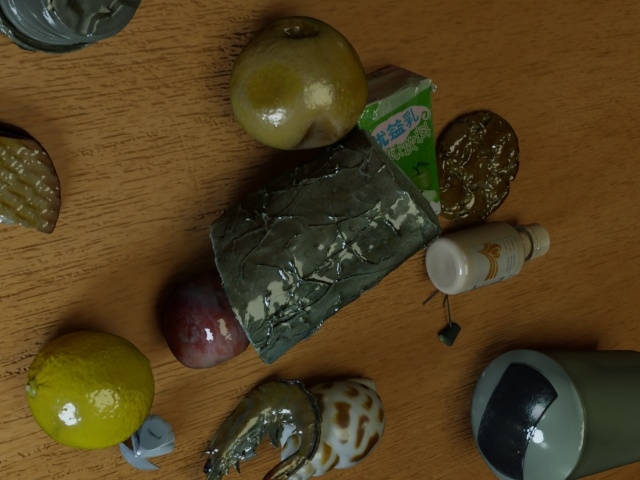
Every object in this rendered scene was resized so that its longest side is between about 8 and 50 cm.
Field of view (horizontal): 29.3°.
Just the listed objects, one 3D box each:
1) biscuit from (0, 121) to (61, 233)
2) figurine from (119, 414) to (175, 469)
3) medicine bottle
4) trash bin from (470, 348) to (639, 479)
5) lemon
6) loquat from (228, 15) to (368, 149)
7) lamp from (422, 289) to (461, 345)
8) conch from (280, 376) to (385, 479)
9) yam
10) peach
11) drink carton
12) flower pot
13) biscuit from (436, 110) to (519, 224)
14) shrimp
[{"bbox_3d":[-0.452,-0.076,1.691,0.176,0.031,0.229,-41,132,-16],"label":"biscuit"},{"bbox_3d":[-0.286,0.328,1.990,0.094,0.086,0.082,36,66,-2],"label":"figurine"},{"bbox_3d":[0.323,0.023,2.305,0.252,0.114,0.114,-15,119,-34],"label":"medicine bottle"},{"bbox_3d":[0.513,0.355,2.513,0.432,0.280,0.280,1,110,-43],"label":"trash bin"},{"bbox_3d":[-0.345,0.222,1.820,0.203,0.178,0.178,6,106,-42],"label":"lemon"},{"bbox_3d":[-0.032,-0.228,1.846,0.213,0.213,0.213,-17,120,-32],"label":"loquat"},{"bbox_3d":[0.243,0.146,2.356,0.054,0.041,0.121,-47,135,-22],"label":"lamp"},{"bbox_3d":[0.017,0.341,2.184,0.275,0.148,0.183,-24,127,-26],"label":"conch"},{"bbox_3d":[0.000,0.000,1.903,0.348,0.241,0.241,-35,131,4],"label":"yam"},{"bbox_3d":[-0.180,0.117,1.941,0.152,0.152,0.152,-17,120,-32],"label":"peach"},{"bbox_3d":[0.111,-0.141,2.060,0.161,0.108,0.271,-26,125,-27],"label":"drink carton"},{"bbox_3d":[-0.321,-0.345,1.596,0.235,0.140,0.236,-16,119,-31],"label":"flower pot"},{"bbox_3d":[0.286,-0.131,2.253,0.226,0.042,0.226,-19,122,-33],"label":"biscuit"},{"bbox_3d":[-0.096,0.351,2.095,0.253,0.173,0.058,-56,158,-11],"label":"shrimp"}]
